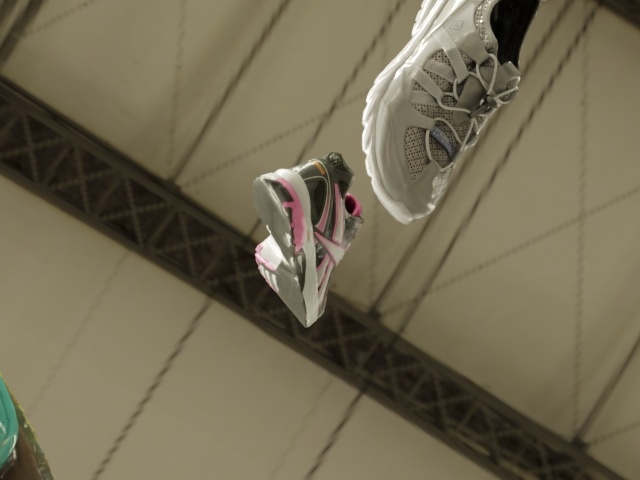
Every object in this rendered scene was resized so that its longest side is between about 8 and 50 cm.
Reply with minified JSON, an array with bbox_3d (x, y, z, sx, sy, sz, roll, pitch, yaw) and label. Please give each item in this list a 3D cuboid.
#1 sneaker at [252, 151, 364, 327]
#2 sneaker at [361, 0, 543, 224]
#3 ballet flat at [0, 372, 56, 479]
[{"bbox_3d":[0.000,0.000,1.111,0.077,0.072,0.178,-30,-25,-18],"label":"sneaker"},{"bbox_3d":[0.126,-0.144,1.349,0.105,0.115,0.281,42,-120,-41],"label":"sneaker"},{"bbox_3d":[-0.141,0.121,0.521,0.123,0.123,0.348,-41,-105,-9],"label":"ballet flat"}]
